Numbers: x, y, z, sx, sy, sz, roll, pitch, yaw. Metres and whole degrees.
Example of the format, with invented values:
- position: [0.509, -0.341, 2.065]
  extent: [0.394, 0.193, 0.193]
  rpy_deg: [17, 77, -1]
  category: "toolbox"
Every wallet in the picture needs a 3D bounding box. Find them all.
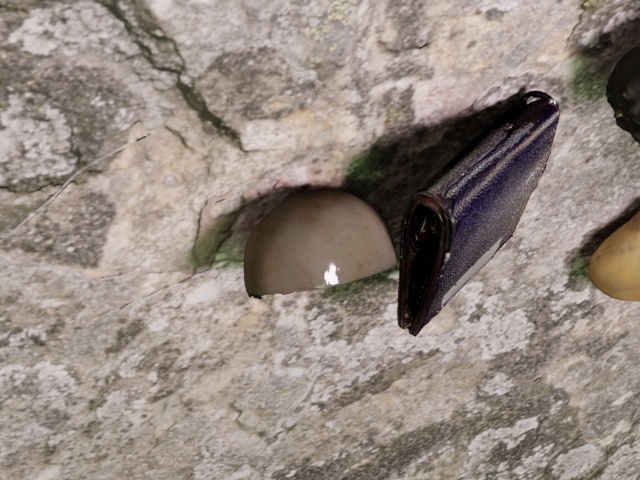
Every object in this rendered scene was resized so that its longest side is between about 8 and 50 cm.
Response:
- position: [0.175, -0.030, 1.951]
  extent: [0.221, 0.071, 0.262]
  rpy_deg: [-45, 157, -31]
  category: "wallet"

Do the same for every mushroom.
- position: [0.000, 0.000, 1.900]
  extent: [0.188, 0.141, 0.117]
  rpy_deg: [-10, 109, -39]
  category: "mushroom"

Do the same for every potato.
- position: [0.471, 0.004, 2.195]
  extent: [0.235, 0.128, 0.161]
  rpy_deg: [-38, 127, 23]
  category: "potato"

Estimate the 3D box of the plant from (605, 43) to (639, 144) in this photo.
- position: [0.436, -0.207, 1.894]
  extent: [0.256, 0.142, 0.164]
  rpy_deg: [-32, 145, -11]
  category: "plant"
